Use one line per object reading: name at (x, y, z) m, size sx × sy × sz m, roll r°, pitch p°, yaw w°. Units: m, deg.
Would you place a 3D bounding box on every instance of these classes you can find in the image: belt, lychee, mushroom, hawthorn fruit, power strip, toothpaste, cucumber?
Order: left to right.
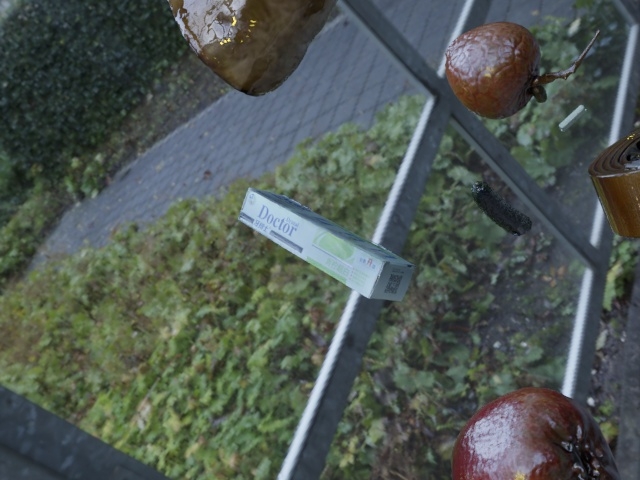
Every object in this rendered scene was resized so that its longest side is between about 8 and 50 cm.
mushroom at (-0.066, -0.474, 1.121) m, size 0.397 × 0.224 × 0.313 m, roll -40°, pitch 52°, yaw 27°
toothpaste at (0.000, 0.000, 1.116) m, size 0.336 × 0.081 × 0.067 m, roll 29°, pitch 102°, yaw 43°
cucumber at (0.435, -0.078, 1.705) m, size 0.067 × 0.245 × 0.067 m, roll -27°, pitch 49°, yaw 36°
lychee at (0.195, -0.179, 0.732) m, size 0.101 × 0.114 × 0.140 m, roll -19°, pitch 41°, yaw -22°
hawthorn fruit at (0.222, 0.251, 0.762) m, size 0.188 × 0.169 × 0.169 m, roll -33°, pitch 29°, yaw 53°
power strip at (0.698, -0.337, 1.922) m, size 0.090 × 0.040 × 0.016 m, roll -44°, pitch 66°, yaw 12°
belt at (0.575, -0.113, 1.149) m, size 0.217 × 0.122 × 0.339 m, roll -16°, pitch 12°, yaw 41°
